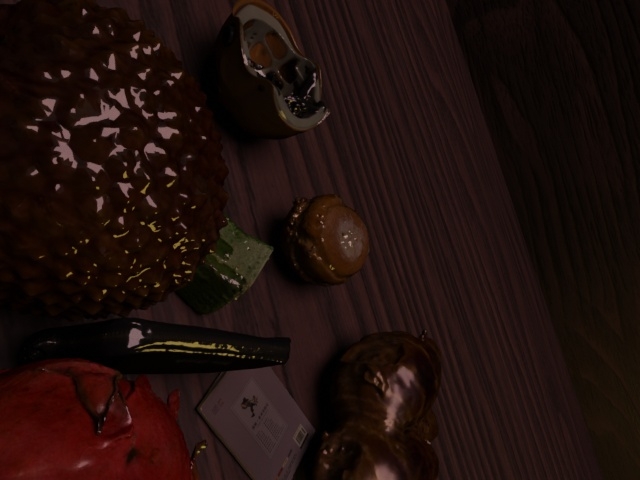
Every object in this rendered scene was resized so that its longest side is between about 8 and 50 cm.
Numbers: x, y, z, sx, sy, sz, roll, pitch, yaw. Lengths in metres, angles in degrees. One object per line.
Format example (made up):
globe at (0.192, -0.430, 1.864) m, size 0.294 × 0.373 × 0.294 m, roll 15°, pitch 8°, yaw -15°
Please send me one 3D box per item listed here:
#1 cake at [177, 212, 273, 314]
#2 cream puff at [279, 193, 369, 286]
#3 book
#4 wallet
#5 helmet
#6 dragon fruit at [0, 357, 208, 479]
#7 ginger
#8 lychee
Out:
cake at (-0.166, -0.023, 0.607) m, size 0.235 × 0.099 × 0.100 m, roll 53°, pitch 37°, yaw -22°
cream puff at (0.000, 0.000, 0.802) m, size 0.165 × 0.115 × 0.150 m, roll 59°, pitch 42°, yaw -30°
book at (-0.079, 0.241, 0.665) m, size 0.182 × 0.014 × 0.127 m, roll 58°, pitch 37°, yaw -17°
wallet at (-0.148, 0.111, 0.500) m, size 0.250 × 0.148 × 0.044 m, roll 25°, pitch 58°, yaw -55°
helmet at (-0.095, -0.254, 0.786) m, size 0.198 × 0.130 × 0.225 m, roll 6°, pitch 59°, yaw -56°
dragon fruit at (-0.204, 0.204, 0.337) m, size 0.241 × 0.240 × 0.252 m, roll 54°, pitch 13°, yaw -22°
ginger at (0.120, 0.292, 0.788) m, size 0.274 × 0.152 × 0.358 m, roll 46°, pitch 43°, yaw -30°
lychee at (-0.200, -0.054, 0.437) m, size 0.267 × 0.267 × 0.268 m, roll 28°, pitch 53°, yaw -44°
